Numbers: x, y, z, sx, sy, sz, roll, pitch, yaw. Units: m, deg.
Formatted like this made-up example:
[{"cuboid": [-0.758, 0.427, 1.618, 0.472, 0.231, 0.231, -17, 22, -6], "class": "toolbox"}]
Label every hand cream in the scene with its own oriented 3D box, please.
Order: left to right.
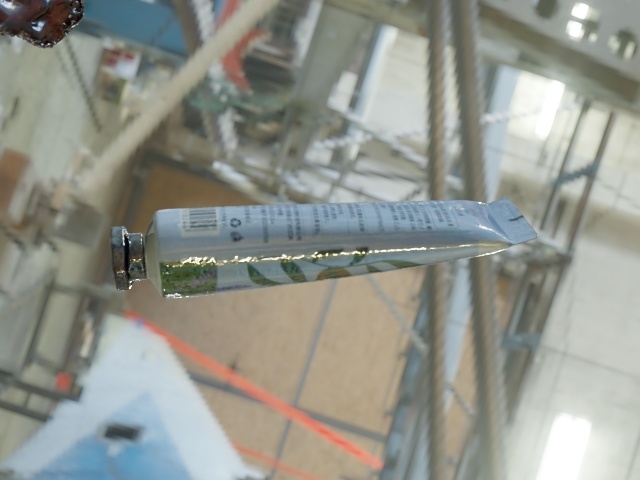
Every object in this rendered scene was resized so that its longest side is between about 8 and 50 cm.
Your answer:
[{"cuboid": [0.000, 0.000, 0.991, 0.091, 0.271, 0.058, -111, -164, -73], "class": "hand cream"}]

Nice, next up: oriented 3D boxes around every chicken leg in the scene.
[{"cuboid": [-0.226, -0.170, 0.878, 0.053, 0.205, 0.093, 4, -100, 47], "class": "chicken leg"}]
